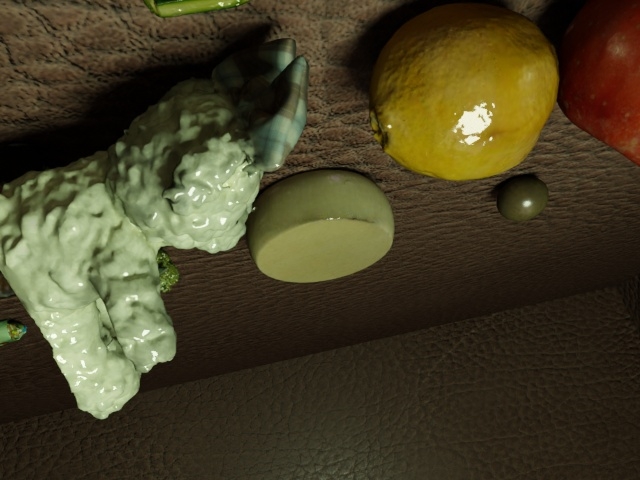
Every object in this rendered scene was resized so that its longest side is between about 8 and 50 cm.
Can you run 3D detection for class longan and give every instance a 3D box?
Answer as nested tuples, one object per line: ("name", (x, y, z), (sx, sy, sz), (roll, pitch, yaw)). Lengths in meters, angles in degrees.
("longan", (0.425, -0.088, 1.063), (0.113, 0.092, 0.113), (-34, 175, -3))

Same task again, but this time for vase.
("vase", (-0.368, -0.052, 0.687), (0.060, 0.060, 0.211), (-10, 160, -10))

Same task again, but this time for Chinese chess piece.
("Chinese chess piece", (-0.001, -0.018, 0.911), (0.273, 0.102, 0.273), (-9, 153, -5))

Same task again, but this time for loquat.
("loquat", (0.162, -0.167, 0.567), (0.234, 0.187, 0.176), (-18, -157, -15))

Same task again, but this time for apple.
("apple", (0.406, -0.189, 0.565), (0.260, 0.260, 0.216), (9, 126, -46))

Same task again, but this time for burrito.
("burrito", (-0.807, 0.240, 1.163), (0.288, 0.054, 0.104), (-15, 161, -1))

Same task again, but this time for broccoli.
("broccoli", (-0.326, 0.062, 0.921), (0.131, 0.120, 0.130), (14, 162, -5))

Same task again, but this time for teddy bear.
("teddy bear", (-0.158, -0.002, 0.596), (0.362, 0.327, 0.375), (-14, 131, -1))

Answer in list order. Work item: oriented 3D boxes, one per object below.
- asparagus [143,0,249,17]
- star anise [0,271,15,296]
("asparagus", (-0.109, -0.225, 0.465), (0.108, 0.021, 0.025), (-11, 158, -8))
("star anise", (-0.457, 0.034, 0.788), (0.223, 0.109, 0.236), (2, -179, 23))
